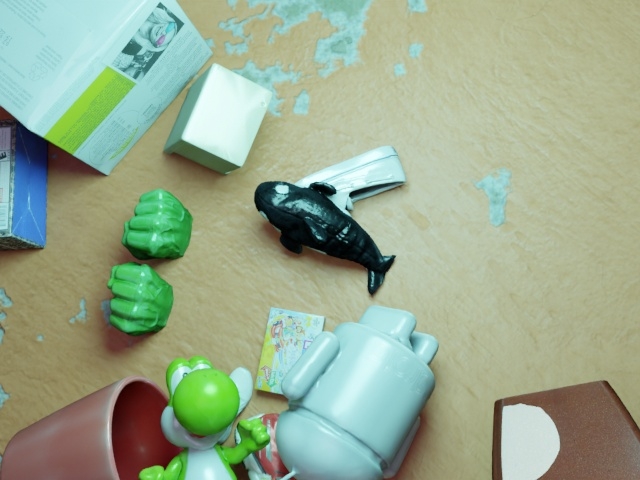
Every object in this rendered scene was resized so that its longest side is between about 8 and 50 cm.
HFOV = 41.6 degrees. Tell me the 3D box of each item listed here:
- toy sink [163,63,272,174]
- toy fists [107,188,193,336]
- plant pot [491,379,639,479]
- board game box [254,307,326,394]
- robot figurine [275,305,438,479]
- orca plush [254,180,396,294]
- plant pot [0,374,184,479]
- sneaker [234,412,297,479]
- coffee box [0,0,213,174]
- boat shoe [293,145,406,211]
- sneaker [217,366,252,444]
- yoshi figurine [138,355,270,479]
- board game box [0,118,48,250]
[{"bbox_3d":[-0.196,-0.219,1.597,0.131,0.234,0.152,24,81,-17],"label":"toy sink"},{"bbox_3d":[-0.324,0.040,1.573,0.096,0.142,0.279,13,81,11],"label":"toy fists"},{"bbox_3d":[0.393,0.370,1.353,0.267,0.267,0.235,-12,66,6],"label":"plant pot"},{"bbox_3d":[-0.055,0.209,1.559,0.104,0.026,0.154,9,80,10],"label":"board game box"},{"bbox_3d":[0.057,0.279,1.417,0.300,0.200,0.353,43,69,-27],"label":"robot figurine"},{"bbox_3d":[0.000,0.000,1.514,0.151,0.102,0.287,-39,104,20],"label":"orca plush"},{"bbox_3d":[-0.396,0.397,1.466,0.243,0.275,0.274,-17,77,13],"label":"plant pot"},{"bbox_3d":[-0.052,0.433,1.478,0.118,0.107,0.279,-26,78,-5],"label":"sneaker"},{"bbox_3d":[-0.469,-0.379,1.578,0.338,0.334,0.338,40,89,12],"label":"coffee box"},{"bbox_3d":[0.034,-0.090,1.570,0.258,0.095,0.084,-25,76,6],"label":"boat shoe"},{"bbox_3d":[-0.169,0.304,1.540,0.054,0.061,0.152,22,81,14],"label":"sneaker"},{"bbox_3d":[-0.187,0.364,1.390,0.203,0.204,0.362,-18,76,26],"label":"yoshi figurine"},{"bbox_3d":[-0.705,-0.098,1.657,0.291,0.141,0.232,-3,78,8],"label":"board game box"}]
